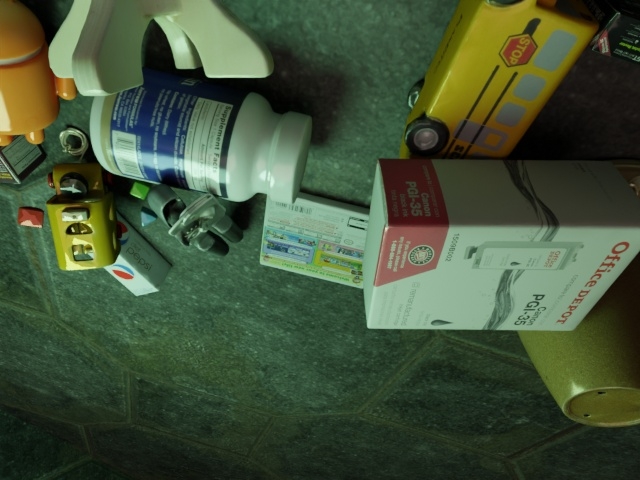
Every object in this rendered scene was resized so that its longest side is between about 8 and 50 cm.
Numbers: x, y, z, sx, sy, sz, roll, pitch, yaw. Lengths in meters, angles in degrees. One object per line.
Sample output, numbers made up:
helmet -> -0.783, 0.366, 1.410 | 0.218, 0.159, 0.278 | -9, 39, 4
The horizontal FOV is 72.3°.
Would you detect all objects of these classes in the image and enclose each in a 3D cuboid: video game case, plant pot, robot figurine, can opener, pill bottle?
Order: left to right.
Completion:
robot figurine -> -0.435, -0.236, 0.598 | 0.158, 0.128, 0.219 | 19, 137, -2
can opener -> -0.187, -0.033, 0.687 | 0.095, 0.076, 0.283 | 44, 173, 2
pill bottle -> -0.152, -0.138, 0.604 | 0.265, 0.153, 0.153 | 13, 136, 0
video game case -> 0.000, 0.000, 0.799 | 0.213, 0.023, 0.193 | 14, 136, -1
plant pot -> 0.410, 0.136, 0.669 | 0.238, 0.254, 0.237 | 7, 136, 6

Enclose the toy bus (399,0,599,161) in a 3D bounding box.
toy bus -> 0.186, -0.184, 0.503 | 0.130, 0.108, 0.332 | 17, 136, -4

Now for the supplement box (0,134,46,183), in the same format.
supplement box -> -0.554, -0.190, 0.705 | 0.104, 0.080, 0.188 | 3, 135, 11

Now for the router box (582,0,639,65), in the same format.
router box -> 0.333, -0.212, 0.449 | 0.123, 0.092, 0.038 | 17, 136, -2

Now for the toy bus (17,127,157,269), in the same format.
toy bus -> -0.396, -0.049, 0.728 | 0.202, 0.104, 0.191 | 41, 95, -25

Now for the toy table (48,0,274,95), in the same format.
toy table -> -0.183, -0.254, 0.455 | 0.275, 0.252, 0.160 | 10, 120, 19

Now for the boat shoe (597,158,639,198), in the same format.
boat shoe -> 0.463, -0.036, 0.596 | 0.286, 0.089, 0.104 | 10, 137, 5

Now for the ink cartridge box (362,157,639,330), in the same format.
ink cartridge box -> 0.203, 0.011, 0.545 | 0.284, 0.117, 0.207 | 1, 137, -1

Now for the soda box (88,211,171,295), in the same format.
soda box -> -0.405, 0.016, 0.881 | 0.069, 0.073, 0.216 | -13, 130, 25
